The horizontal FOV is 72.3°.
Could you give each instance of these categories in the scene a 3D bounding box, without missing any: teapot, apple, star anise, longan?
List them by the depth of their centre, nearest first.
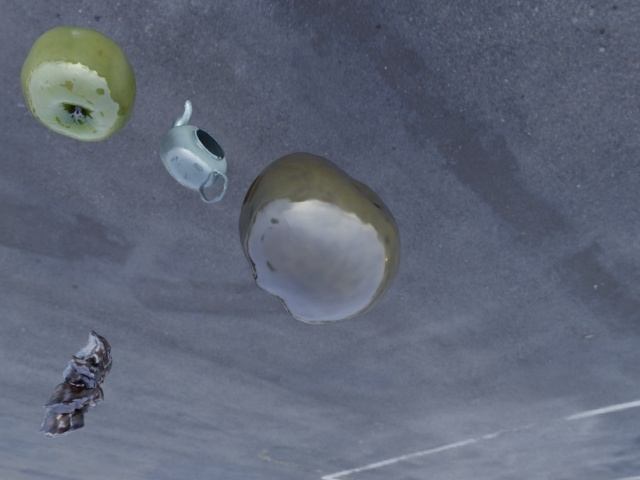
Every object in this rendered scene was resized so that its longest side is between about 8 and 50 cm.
[{"bbox_3d":[0.000,0.000,0.820,0.288,0.289,0.350,-25,129,28],"label":"longan"},{"bbox_3d":[-0.544,0.336,1.003,0.108,0.236,0.223,30,154,-18],"label":"star anise"},{"bbox_3d":[-0.591,-0.393,1.097,0.278,0.279,0.279,1,140,1],"label":"apple"},{"bbox_3d":[-0.341,-0.232,1.206,0.129,0.295,0.193,-36,165,21],"label":"teapot"}]
